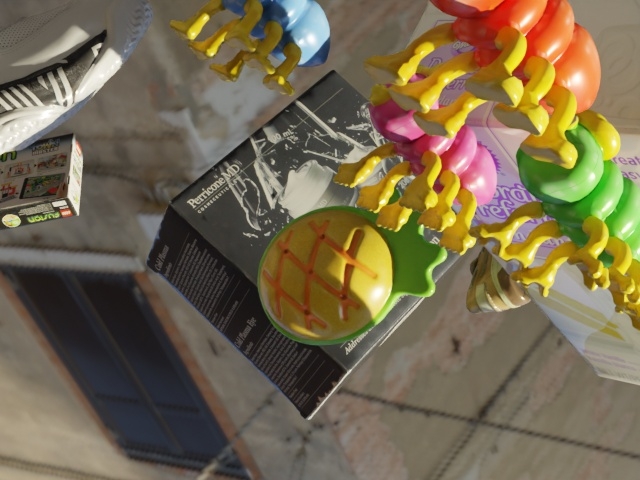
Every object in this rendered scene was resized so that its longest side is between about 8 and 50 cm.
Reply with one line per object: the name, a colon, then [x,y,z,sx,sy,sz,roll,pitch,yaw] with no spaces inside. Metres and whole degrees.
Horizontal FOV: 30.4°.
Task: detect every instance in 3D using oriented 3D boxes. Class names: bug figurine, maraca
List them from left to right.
maraca: [0.025,0.025,1.094,0.185,0.099,0.127,-23,-99,18]
bug figurine: [0.047,-0.066,0.515,0.072,0.216,0.279,-50,-147,-10]

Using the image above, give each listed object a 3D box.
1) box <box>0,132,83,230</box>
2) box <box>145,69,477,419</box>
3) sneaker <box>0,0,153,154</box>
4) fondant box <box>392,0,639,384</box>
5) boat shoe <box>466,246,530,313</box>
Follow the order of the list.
box: [-0.397,-0.063,1.446,0.207,0.036,0.114,-10,-132,6]
box: [0.000,0.000,1.593,0.312,0.179,0.343,42,-123,7]
sneaker: [-0.315,-0.137,0.887,0.366,0.210,0.137,-38,-170,-16]
fondant box: [0.217,-0.009,0.710,0.238,0.330,0.096,9,-117,45]
boat shoe: [0.185,0.019,1.207,0.072,0.068,0.190,-28,-172,28]
